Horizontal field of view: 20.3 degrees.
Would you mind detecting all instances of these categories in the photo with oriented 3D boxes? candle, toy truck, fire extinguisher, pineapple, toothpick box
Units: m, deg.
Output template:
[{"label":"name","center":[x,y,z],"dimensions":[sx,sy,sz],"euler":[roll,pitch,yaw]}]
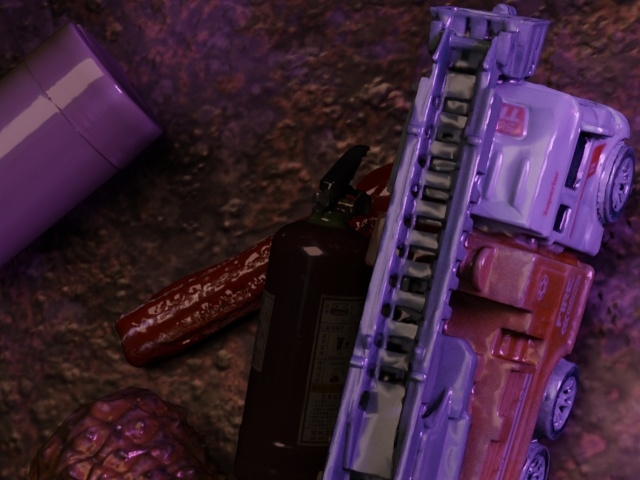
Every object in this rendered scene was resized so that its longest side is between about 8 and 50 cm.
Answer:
[{"label":"candle","center":[0.000,0.000,1.260],"dimensions":[0.329,0.048,0.051],"euler":[-27,70,9]},{"label":"toy truck","center":[0.090,0.022,1.111],"dimensions":[0.133,0.184,0.338],"euler":[16,90,24]},{"label":"fire extinguisher","center":[-0.001,0.050,1.193],"dimensions":[0.071,0.099,0.231],"euler":[12,97,20]},{"label":"pineapple","center":[-0.085,0.216,1.169],"dimensions":[0.128,0.128,0.248],"euler":[-40,66,1]},{"label":"toothpick box","center":[-0.217,-0.066,1.335],"dimensions":[0.181,0.111,0.111],"euler":[-40,61,3]}]
